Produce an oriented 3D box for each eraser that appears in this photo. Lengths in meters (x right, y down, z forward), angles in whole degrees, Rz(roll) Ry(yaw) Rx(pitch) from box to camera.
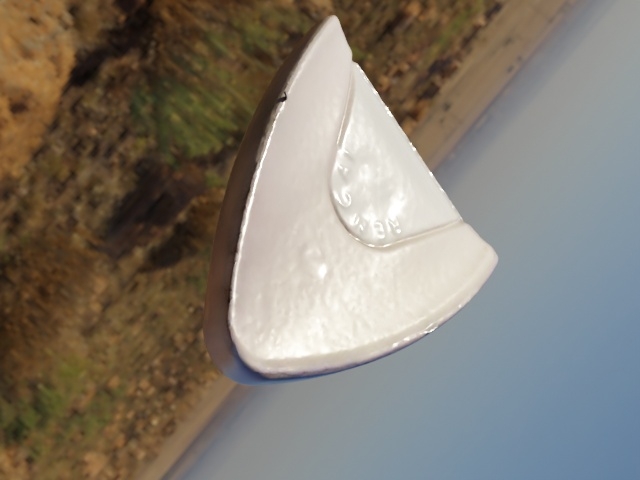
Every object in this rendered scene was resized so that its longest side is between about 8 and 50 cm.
[{"bbox_3d":[-0.001,0.000,0.757,0.059,0.204,0.243,-20,-160,44],"label":"eraser"}]
